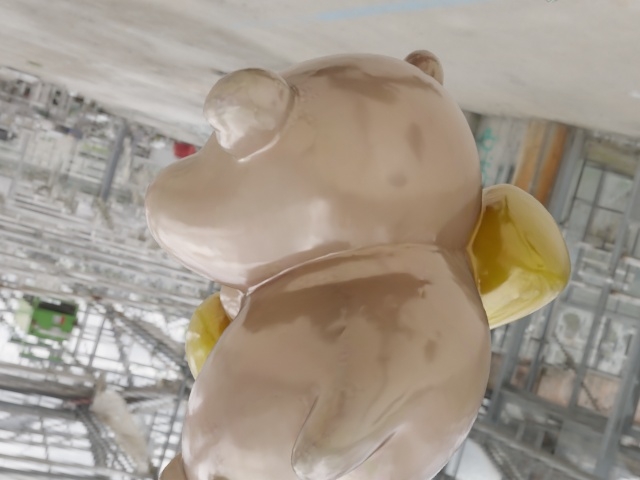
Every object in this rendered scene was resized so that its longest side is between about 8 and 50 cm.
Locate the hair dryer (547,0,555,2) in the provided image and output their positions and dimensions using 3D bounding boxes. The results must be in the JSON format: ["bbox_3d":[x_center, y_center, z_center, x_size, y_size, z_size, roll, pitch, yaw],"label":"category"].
[{"bbox_3d":[0.198,-0.365,0.619,0.298,0.296,0.119,41,-164,-35],"label":"hair dryer"}]

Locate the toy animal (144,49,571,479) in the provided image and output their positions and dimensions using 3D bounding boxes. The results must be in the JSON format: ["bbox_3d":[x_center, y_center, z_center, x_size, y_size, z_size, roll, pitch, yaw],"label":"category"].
[{"bbox_3d":[-0.019,0.005,0.580,0.277,0.247,0.345,-11,-159,37],"label":"toy animal"}]
